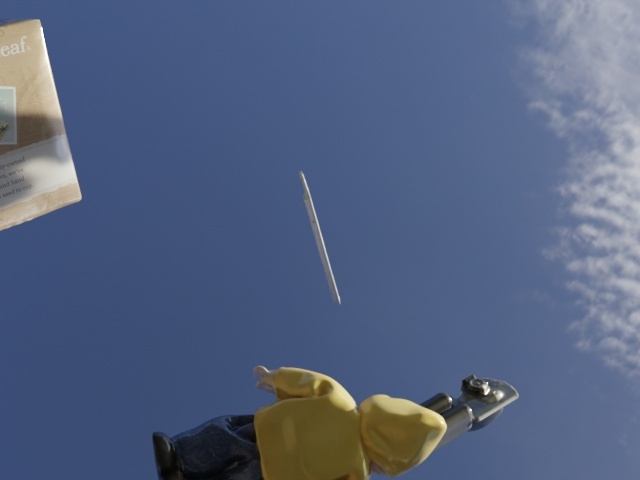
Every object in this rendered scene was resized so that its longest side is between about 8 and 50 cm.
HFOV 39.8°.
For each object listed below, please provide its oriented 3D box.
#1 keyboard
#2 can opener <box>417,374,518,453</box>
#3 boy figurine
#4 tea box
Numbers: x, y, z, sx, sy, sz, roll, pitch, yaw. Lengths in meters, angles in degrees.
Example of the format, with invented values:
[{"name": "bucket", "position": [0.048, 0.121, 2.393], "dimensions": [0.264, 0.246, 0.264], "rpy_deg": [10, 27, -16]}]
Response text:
[{"name": "keyboard", "position": [0.000, 0.000, 1.492], "dimensions": [0.014, 0.256, 0.072], "rpy_deg": [-13, -138, 3]}, {"name": "can opener", "position": [0.189, 0.284, 1.328], "dimensions": [0.283, 0.095, 0.076], "rpy_deg": [-21, -149, -36]}, {"name": "boy figurine", "position": [-0.020, 0.201, 0.868], "dimensions": [0.285, 0.092, 0.177], "rpy_deg": [-12, -118, -14]}, {"name": "tea box", "position": [-0.510, -0.109, 0.979], "dimensions": [0.324, 0.220, 0.329], "rpy_deg": [9, -154, 40]}]
